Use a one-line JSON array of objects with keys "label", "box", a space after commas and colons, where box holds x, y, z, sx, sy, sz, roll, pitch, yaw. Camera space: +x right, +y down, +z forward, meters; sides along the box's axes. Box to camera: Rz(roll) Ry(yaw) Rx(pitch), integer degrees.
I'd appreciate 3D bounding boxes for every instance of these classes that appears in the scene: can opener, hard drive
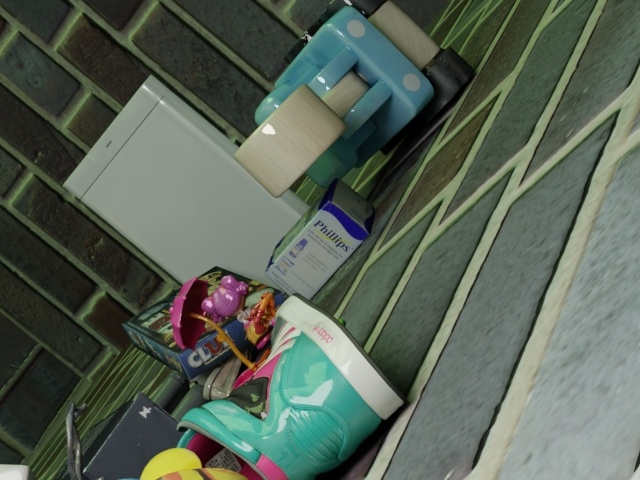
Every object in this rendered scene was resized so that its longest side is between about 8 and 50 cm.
[{"label": "can opener", "box": [-0.181, 0.223, 2.088, 0.280, 0.074, 0.093, -52, -27, -32]}, {"label": "hard drive", "box": [-0.177, -0.046, 2.242, 0.233, 0.353, 0.047, -46, 8, 32]}]

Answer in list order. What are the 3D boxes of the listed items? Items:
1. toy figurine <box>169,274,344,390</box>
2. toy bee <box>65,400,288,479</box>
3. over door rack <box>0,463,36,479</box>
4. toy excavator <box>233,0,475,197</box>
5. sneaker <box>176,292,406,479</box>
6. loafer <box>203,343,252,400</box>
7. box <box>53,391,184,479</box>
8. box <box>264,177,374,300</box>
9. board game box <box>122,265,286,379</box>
[{"label": "toy figurine", "box": [-0.086, 0.098, 1.681, 0.173, 0.159, 0.130, -46, 8, 29]}, {"label": "toy bee", "box": [-0.096, 0.233, 1.122, 0.298, 0.162, 0.195, 108, 157, -68]}, {"label": "over door rack", "box": [-0.323, 0.352, 1.411, 0.324, 0.108, 0.239, 112, 161, -67]}, {"label": "toy excavator", "box": [0.010, -0.171, 2.111, 0.445, 0.222, 0.433, -48, 4, -27]}, {"label": "sneaker", "box": [-0.039, 0.149, 1.287, 0.178, 0.124, 0.295, -41, 7, -6]}, {"label": "loafer", "box": [-0.112, 0.172, 2.011, 0.125, 0.039, 0.045, -54, -26, -52]}, {"label": "box", "box": [-0.147, 0.230, 1.356, 0.093, 0.156, 0.158, -55, 8, -30]}, {"label": "box", "box": [0.000, 0.000, 2.033, 0.137, 0.072, 0.126, -48, 8, 16]}, {"label": "board game box", "box": [-0.158, 0.108, 2.087, 0.165, 0.042, 0.243, -32, 19, -18]}]
